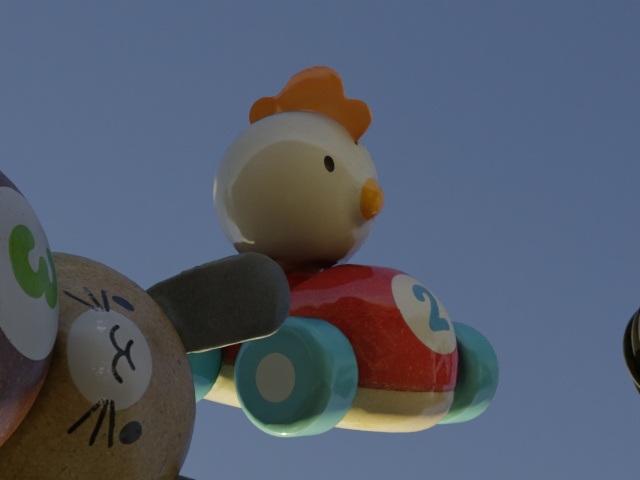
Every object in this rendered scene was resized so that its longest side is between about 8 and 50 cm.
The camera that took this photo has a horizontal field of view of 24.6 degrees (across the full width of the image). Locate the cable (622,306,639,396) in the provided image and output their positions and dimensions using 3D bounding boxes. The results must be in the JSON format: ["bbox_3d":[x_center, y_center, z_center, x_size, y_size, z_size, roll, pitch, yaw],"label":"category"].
[{"bbox_3d":[0.287,0.101,0.988,0.047,0.184,0.150,-23,-68,-31],"label":"cable"}]

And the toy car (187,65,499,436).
[{"bbox_3d":[0.000,0.000,0.980,0.210,0.219,0.237,6,-90,35],"label":"toy car"}]

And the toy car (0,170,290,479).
[{"bbox_3d":[-0.076,0.038,0.410,0.188,0.155,0.149,12,-31,-34],"label":"toy car"}]
